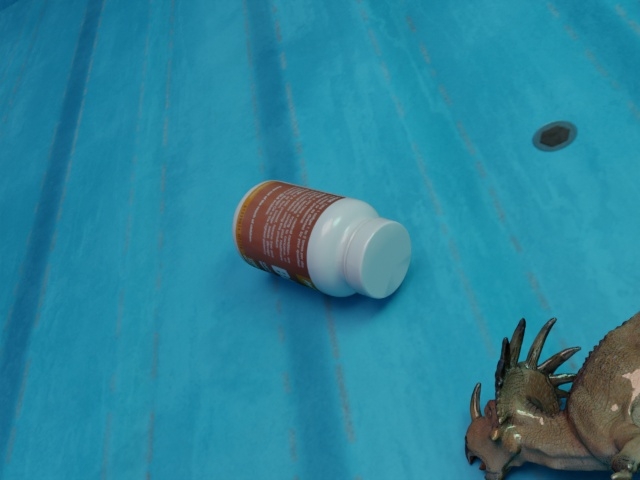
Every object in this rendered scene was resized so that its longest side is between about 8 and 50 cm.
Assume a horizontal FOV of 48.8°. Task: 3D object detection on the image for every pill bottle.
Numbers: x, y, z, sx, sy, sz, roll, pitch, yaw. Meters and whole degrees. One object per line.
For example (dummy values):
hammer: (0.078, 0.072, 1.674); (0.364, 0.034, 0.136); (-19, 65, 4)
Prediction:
pill bottle: (0.000, 0.000, 0.872); (0.216, 0.121, 0.121); (17, 63, 43)

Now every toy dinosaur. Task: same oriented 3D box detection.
toy dinosaur: (0.261, 0.117, 0.595); (0.295, 0.127, 0.200); (-31, 34, -3)
